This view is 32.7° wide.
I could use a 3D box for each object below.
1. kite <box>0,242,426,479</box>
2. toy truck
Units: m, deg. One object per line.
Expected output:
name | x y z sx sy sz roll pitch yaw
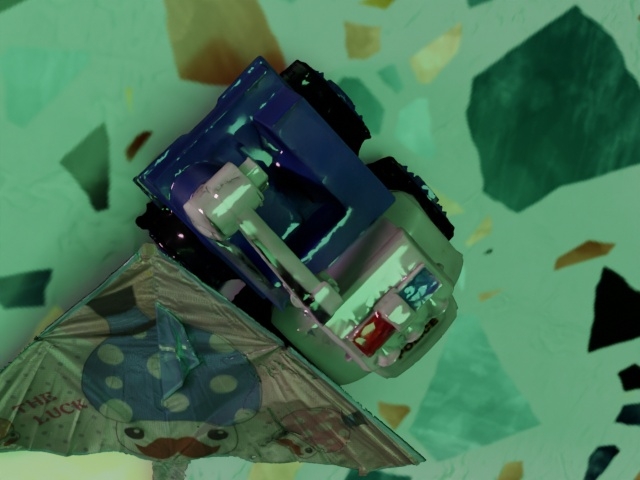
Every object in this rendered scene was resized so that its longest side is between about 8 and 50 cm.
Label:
kite | -0.097 0.130 0.715 0.335 0.011 0.314 3 126 1
toy truck | 0.000 0.000 0.678 0.161 0.177 0.213 -46 114 -1
